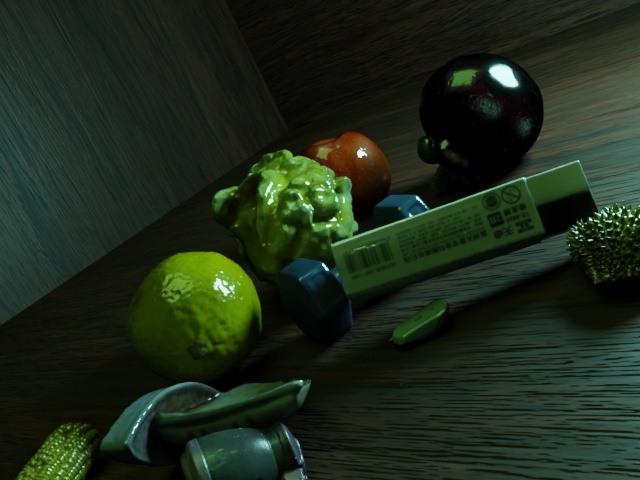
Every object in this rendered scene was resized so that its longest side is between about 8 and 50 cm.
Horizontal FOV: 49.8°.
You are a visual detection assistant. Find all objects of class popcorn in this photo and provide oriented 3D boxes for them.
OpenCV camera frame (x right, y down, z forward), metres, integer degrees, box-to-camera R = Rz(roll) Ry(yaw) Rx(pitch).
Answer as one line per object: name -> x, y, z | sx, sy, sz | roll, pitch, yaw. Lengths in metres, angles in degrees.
popcorn -> -0.055, -0.036, 1.482 | 0.274, 0.279, 0.335 | -32, 22, -11

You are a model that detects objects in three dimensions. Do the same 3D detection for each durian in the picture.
durian -> 0.425, -0.008, 0.989 | 0.147, 0.102, 0.208 | -17, 9, 1

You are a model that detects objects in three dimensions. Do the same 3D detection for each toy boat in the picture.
toy boat -> -0.144, 0.256, 1.019 | 0.294, 0.111, 0.276 | -13, -5, 5

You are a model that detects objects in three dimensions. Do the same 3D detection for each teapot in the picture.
teapot -> -0.089, 0.287, 0.851 | 0.146, 0.116, 0.148 | -19, 10, -15

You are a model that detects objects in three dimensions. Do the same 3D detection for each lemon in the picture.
lemon -> -0.230, 0.141, 1.278 | 0.267, 0.267, 0.267 | -24, 16, 8

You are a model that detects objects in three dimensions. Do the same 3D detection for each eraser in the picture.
eraser -> 0.225, -0.011, 1.105 | 0.404, 0.098, 0.096 | -19, -14, 9

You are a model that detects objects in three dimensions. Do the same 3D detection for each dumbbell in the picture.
dumbbell -> 0.079, 0.045, 1.276 | 0.325, 0.144, 0.160 | -33, 21, -25

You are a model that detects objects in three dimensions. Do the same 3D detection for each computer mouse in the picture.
computer mouse -> 0.158, 0.135, 1.077 | 0.110, 0.032, 0.056 | -34, 16, 7

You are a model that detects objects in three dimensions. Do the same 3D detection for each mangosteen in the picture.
mangosteen -> 0.362, -0.286, 1.615 | 0.313, 0.296, 0.297 | -45, 23, -30

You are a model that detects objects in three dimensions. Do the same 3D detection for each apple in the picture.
apple -> 0.056, -0.174, 1.866 | 0.261, 0.216, 0.260 | -23, 13, 6

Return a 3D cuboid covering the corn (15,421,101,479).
corn -> -0.443, 0.396, 1.083 | 0.101, 0.101, 0.291 | -20, 17, 22
